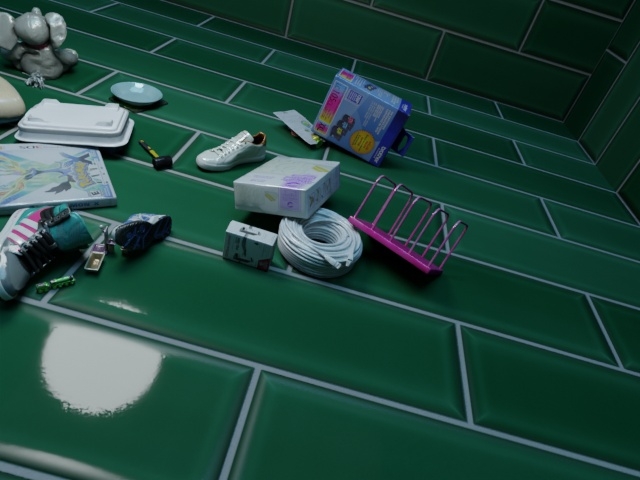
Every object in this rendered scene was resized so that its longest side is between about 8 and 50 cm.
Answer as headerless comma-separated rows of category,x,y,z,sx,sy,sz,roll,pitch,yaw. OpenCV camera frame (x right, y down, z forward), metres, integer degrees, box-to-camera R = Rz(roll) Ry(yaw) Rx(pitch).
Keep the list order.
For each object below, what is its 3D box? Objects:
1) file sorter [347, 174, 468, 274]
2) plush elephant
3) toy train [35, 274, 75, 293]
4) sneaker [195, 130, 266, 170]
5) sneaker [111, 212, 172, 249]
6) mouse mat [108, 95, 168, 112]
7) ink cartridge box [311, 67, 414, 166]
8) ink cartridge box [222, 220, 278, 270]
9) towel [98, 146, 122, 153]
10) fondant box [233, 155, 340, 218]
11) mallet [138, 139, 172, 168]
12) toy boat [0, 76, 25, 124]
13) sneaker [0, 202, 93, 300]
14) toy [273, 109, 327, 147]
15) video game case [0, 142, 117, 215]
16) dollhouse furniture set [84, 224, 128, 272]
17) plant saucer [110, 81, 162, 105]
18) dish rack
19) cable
file sorter,0.276,-0.049,1.445,0.290,0.182,0.202,35,10,23
plush elephant,-1.105,-0.778,1.834,0.271,0.256,0.330,-1,40,-24
toy train,-0.607,0.098,1.081,0.083,0.024,0.017,-19,49,-39
sneaker,-0.317,-0.336,1.694,0.290,0.123,0.106,-24,55,-41
sneaker,-0.482,-0.026,1.245,0.081,0.080,0.211,11,12,13
mouse mat,-0.740,-0.570,1.925,0.152,0.007,0.189,29,38,15
ink cartridge box,0.197,-0.495,1.961,0.395,0.270,0.151,26,37,-4
ink cartridge box,-0.195,0.015,1.298,0.135,0.099,0.056,17,37,1
towel,-0.735,-0.330,1.590,0.119,0.029,0.067,22,37,6
fondant box,-0.095,-0.180,1.518,0.238,0.096,0.330,8,26,17
mallet,-0.568,-0.304,1.623,0.062,0.039,0.190,-13,42,-33
toy boat,-1.142,-0.447,1.502,0.267,0.148,0.318,41,34,22
sneaker,-0.628,0.011,1.090,0.178,0.124,0.296,-12,40,-5
toy,-0.086,-0.472,2.025,0.237,0.056,0.136,41,38,22
video game case,-0.788,-0.194,1.382,0.299,0.036,0.329,-9,44,-31
dollhouse furniture set,-0.529,0.020,1.167,0.090,0.081,0.114,8,37,-12
plant saucer,-0.741,-0.584,1.905,0.194,0.038,0.195,12,36,-9
dish rack,-0.814,-0.404,1.583,0.332,0.073,0.286,0,33,-14
cable,0.000,0.000,1.410,0.256,0.089,0.257,26,36,13
